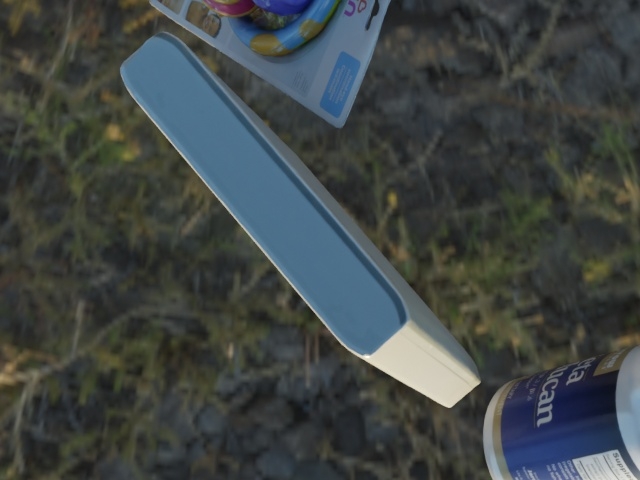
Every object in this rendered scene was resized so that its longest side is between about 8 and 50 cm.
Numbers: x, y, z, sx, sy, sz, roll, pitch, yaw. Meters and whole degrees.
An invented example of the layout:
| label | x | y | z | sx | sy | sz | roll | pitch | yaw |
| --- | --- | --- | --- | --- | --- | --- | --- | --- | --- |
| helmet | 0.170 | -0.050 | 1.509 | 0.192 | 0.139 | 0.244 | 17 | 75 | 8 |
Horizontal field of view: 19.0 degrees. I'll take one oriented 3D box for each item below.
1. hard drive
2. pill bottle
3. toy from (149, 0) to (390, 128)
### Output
| label | x | y | z | sx | sy | sz | roll | pitch | yaw |
| --- | --- | --- | --- | --- | --- | --- | --- | --- | --- |
| hard drive | 0.000 | 0.000 | 1.108 | 0.040 | 0.307 | 0.203 | -41 | 75 | 2 |
| pill bottle | 0.192 | 0.115 | 1.192 | 0.169 | 0.094 | 0.094 | -21 | 121 | 43 |
| toy | -0.041 | -0.172 | 1.116 | 0.056 | 0.237 | 0.137 | 12 | 106 | -35 |
